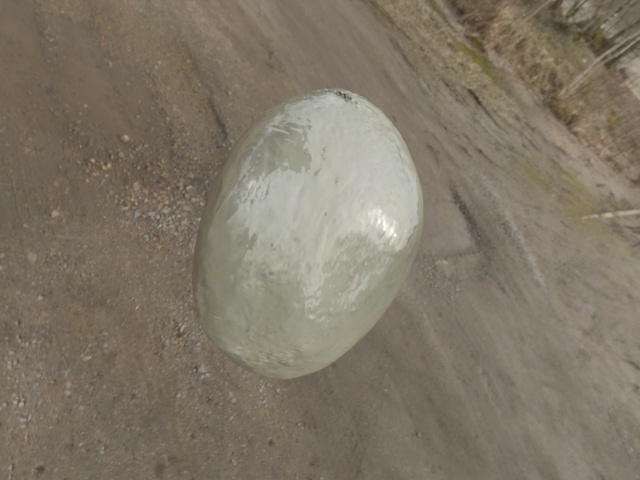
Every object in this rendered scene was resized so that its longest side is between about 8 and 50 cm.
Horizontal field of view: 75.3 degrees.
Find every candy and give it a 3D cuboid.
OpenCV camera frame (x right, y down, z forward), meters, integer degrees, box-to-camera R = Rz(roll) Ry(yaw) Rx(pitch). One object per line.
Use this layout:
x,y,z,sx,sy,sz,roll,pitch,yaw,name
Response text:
0.000,0.000,0.418,0.185,0.296,0.295,16,36,25,candy
